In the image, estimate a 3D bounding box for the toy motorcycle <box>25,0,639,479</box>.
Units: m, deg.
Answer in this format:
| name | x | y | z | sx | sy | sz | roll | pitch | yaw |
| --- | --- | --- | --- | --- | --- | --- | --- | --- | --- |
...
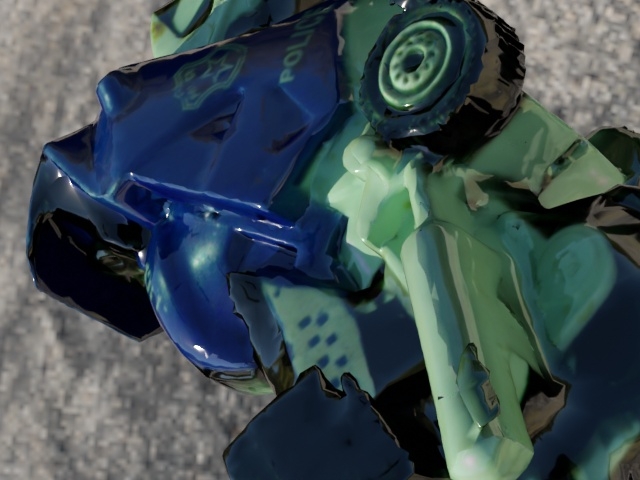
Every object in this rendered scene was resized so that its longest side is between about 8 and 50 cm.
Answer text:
| name | x | y | z | sx | sy | sz | roll | pitch | yaw |
| --- | --- | --- | --- | --- | --- | --- | --- | --- | --- |
| toy motorcycle | 0.000 | 0.000 | 0.513 | 0.196 | 0.125 | 0.331 | -47 | 42 | 13 |
